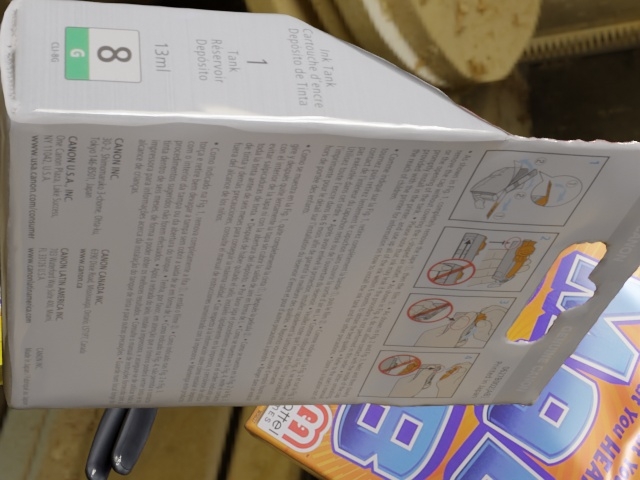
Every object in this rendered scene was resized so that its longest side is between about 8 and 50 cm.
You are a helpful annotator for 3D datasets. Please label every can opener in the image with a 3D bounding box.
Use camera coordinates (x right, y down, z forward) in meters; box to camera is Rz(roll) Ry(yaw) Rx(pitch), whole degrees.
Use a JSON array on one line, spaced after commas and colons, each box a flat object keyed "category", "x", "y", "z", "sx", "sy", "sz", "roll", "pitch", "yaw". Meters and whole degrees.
[{"category": "can opener", "x": -0.151, "y": 0.127, "z": 0.929, "sx": 0.073, "sy": 0.059, "sz": 0.186, "roll": 44, "pitch": 33, "yaw": -21}]

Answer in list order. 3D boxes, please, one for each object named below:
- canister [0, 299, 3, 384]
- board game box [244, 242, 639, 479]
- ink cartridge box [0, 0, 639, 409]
[{"category": "canister", "x": -0.236, "y": 0.011, "z": 0.788, "sx": 0.126, "sy": 0.073, "sz": 0.170, "roll": -7, "pitch": 74, "yaw": -56}, {"category": "board game box", "x": 0.166, "y": 0.155, "z": 1.260, "sx": 0.356, "sy": 0.356, "sz": 0.356, "roll": -57, "pitch": 174, "yaw": -11}, {"category": "ink cartridge box", "x": 0.000, "y": 0.000, "z": 0.415, "sx": 0.181, "sy": 0.224, "sz": 0.056, "roll": 111, "pitch": -26, "yaw": -52}]
